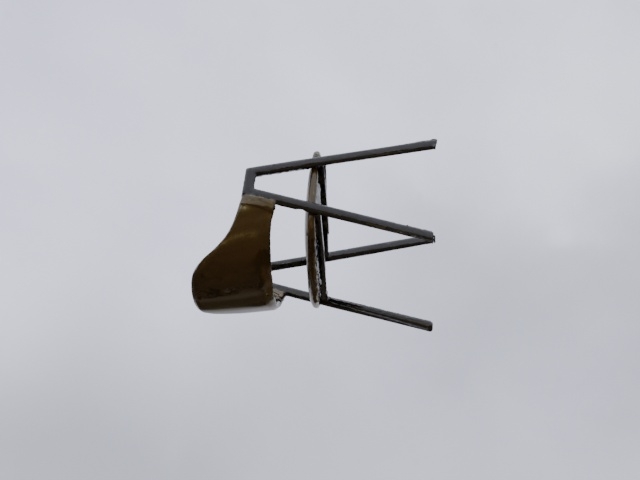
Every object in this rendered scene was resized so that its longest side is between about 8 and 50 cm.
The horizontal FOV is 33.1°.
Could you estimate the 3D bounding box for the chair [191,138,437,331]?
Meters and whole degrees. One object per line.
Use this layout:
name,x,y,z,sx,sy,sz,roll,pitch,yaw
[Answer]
chair,0.000,0.000,1.149,0.247,0.172,0.159,3,-41,7
